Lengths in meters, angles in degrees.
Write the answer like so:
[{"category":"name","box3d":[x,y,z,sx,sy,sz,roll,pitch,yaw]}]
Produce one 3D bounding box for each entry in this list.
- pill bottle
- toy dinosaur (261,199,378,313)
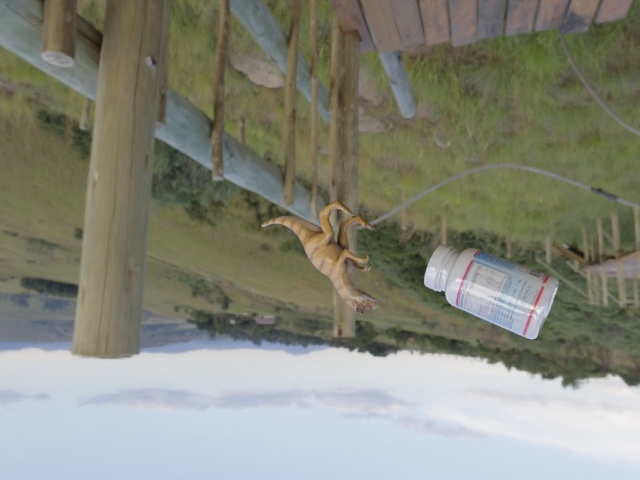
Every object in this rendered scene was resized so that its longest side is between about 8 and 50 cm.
[{"category":"pill bottle","box3d":[0.228,0.063,0.689,0.160,0.087,0.087,23,-179,28]},{"category":"toy dinosaur","box3d":[0.000,0.000,0.642,0.211,0.112,0.064,47,-166,28]}]
